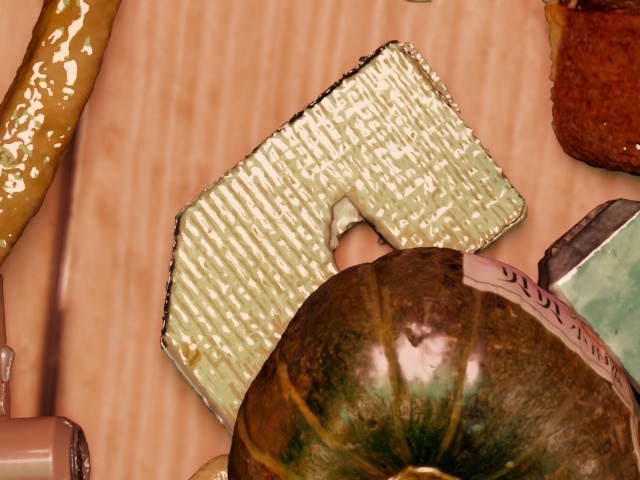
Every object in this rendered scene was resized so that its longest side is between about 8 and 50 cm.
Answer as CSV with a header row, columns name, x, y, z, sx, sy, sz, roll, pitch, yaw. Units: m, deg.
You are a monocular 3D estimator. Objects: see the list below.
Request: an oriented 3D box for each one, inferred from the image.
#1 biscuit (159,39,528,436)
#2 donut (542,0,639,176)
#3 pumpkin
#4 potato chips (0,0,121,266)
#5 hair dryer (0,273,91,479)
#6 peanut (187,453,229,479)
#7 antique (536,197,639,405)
name,x,y,z,sx,sy,sz,roll,pitch,yaw
biscuit,0.000,0.000,1.229,0.250,0.046,0.147,-40,91,0
donut,0.238,-0.095,1.186,0.186,0.144,0.126,-5,112,-24
pumpkin,0.065,0.127,1.163,0.260,0.189,0.260,0,112,-1
potato chips,-0.197,-0.067,1.203,0.080,0.057,0.407,26,82,-5
hair dryer,-0.213,0.087,1.229,0.117,0.064,0.182,-4,85,2
peanut,-0.050,0.154,1.238,0.083,0.037,0.037,-20,90,-5
antique,0.220,0.059,1.206,0.086,0.088,0.183,-42,90,0
